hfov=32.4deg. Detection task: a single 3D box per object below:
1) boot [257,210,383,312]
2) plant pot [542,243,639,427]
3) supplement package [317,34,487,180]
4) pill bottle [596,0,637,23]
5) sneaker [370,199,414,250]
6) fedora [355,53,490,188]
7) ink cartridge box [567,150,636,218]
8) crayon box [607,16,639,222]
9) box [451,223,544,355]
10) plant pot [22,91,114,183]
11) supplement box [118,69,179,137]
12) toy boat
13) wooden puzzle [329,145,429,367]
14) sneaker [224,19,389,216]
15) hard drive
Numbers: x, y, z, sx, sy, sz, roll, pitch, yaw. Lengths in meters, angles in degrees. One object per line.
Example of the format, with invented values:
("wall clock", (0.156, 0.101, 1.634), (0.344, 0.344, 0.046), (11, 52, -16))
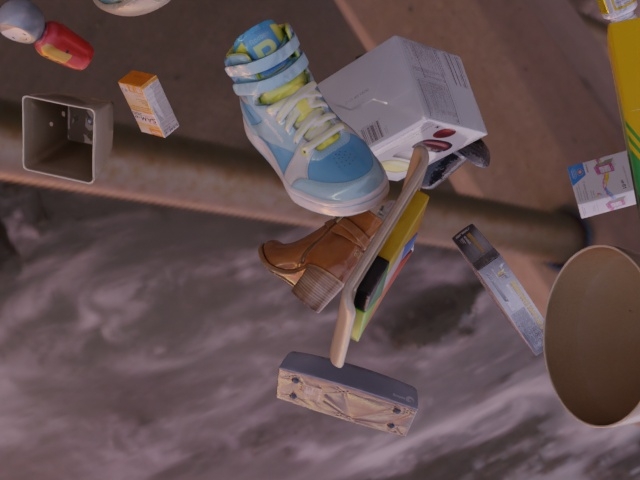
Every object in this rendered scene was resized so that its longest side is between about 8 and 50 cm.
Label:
("boot", (0.000, 0.000, 2.155), (0.109, 0.283, 0.220), (38, 91, -25))
("plant pot", (0.513, 0.153, 1.742), (0.191, 0.284, 0.284), (4, 139, -23))
("supplement package", (0.123, -0.206, 1.775), (0.194, 0.149, 0.203), (-27, 163, 33))
("pill bottle", (0.518, -0.429, 1.938), (0.065, 0.116, 0.065), (-22, -165, 6))
("sneaker", (0.126, -0.027, 2.266), (0.232, 0.090, 0.115), (-13, 116, -62))
("fedora", (0.166, -0.212, 2.148), (0.334, 0.334, 0.152), (19, 115, -50))
("ink cartridge box", (0.510, -0.101, 1.954), (0.122, 0.088, 0.052), (-15, 145, 12))
("crayon box", (0.509, -0.104, 1.147), (0.363, 0.313, 0.106), (-10, 172, 14))
("box", (0.361, 0.094, 2.168), (0.056, 0.183, 0.231), (-36, 111, 3))
("plant pot", (-0.343, -0.153, 1.537), (0.096, 0.109, 0.109), (-52, 151, -63))
("supplement box", (-0.271, -0.215, 1.739), (0.036, 0.062, 0.098), (-45, 132, -28))
("toy boat", (-0.320, -0.383, 1.571), (0.148, 0.267, 0.318), (28, 115, -39))
("wooden puzzle", (0.079, 0.027, 1.377), (0.221, 0.044, 0.238), (98, 18, -65))
("sneaker", (-0.033, -0.175, 1.475), (0.127, 0.319, 0.208), (-33, 134, -16))
("hard drive", (0.048, 0.276, 1.998), (0.255, 0.054, 0.172), (16, 152, 4))
